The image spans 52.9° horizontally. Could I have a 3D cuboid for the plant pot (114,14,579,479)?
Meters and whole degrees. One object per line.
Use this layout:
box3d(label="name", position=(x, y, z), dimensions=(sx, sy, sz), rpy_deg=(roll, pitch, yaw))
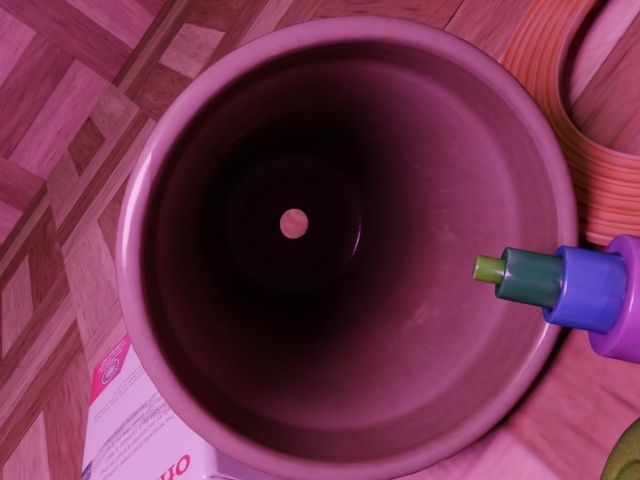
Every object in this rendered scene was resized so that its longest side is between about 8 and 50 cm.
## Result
box3d(label="plant pot", position=(0.000, 0.000, 0.453), dimensions=(0.263, 0.263, 0.229), rpy_deg=(-58, 15, -3))

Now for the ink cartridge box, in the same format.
box3d(label="ink cartridge box", position=(-0.121, 0.167, 0.566), dimensions=(0.172, 0.100, 0.237), rpy_deg=(-45, 33, 18))

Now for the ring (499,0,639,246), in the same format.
box3d(label="ring", position=(0.257, -0.138, 0.402), dimensions=(0.336, 0.032, 0.336), rpy_deg=(-33, 39, 31))

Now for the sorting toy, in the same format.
box3d(label="sorting toy", position=(0.088, 0.135, 0.246), dimensions=(0.127, 0.126, 0.365), rpy_deg=(93, -169, -51))
